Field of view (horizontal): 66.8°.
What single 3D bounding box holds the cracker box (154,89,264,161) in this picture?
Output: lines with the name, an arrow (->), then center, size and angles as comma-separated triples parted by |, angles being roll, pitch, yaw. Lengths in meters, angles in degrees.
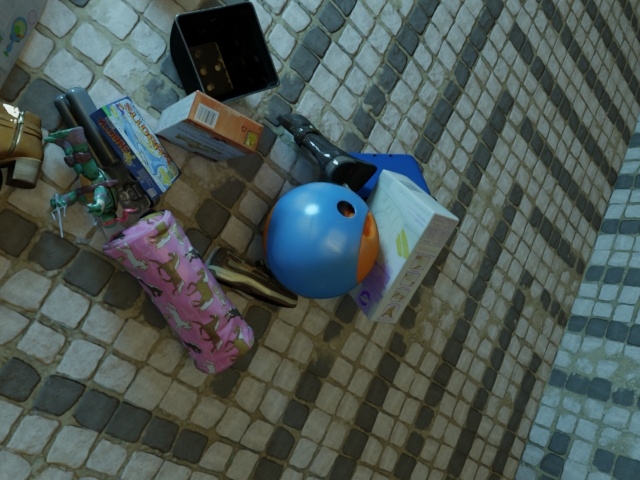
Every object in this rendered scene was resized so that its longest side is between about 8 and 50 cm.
cracker box -> -0.248, -0.238, 1.054 | 0.156, 0.232, 0.067 | 22, 81, -33

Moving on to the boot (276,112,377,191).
boot -> 0.021, -0.242, 1.275 | 0.091, 0.229, 0.263 | -49, 157, 16

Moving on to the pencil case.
pencil case -> -0.300, 0.121, 1.074 | 0.160, 0.167, 0.386 | -33, 112, -6

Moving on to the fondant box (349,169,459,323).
fondant box -> 0.180, 0.016, 1.278 | 0.096, 0.238, 0.330 | 10, 117, -34

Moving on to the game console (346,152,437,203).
game console -> 0.191, -0.117, 1.485 | 0.293, 0.173, 0.250 | -5, 126, -33

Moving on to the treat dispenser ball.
treat dispenser ball -> 0.000, 0.000, 1.201 | 0.288, 0.288, 0.288 | -2, 93, -34

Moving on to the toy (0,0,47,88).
toy -> -0.598, -0.407, 0.891 | 0.056, 0.137, 0.237 | 16, 79, -2

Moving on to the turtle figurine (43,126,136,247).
turtle figurine -> -0.465, -0.100, 0.963 | 0.118, 0.175, 0.234 | -34, 112, -52

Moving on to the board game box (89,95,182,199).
board game box -> -0.384, -0.199, 1.031 | 0.035, 0.136, 0.201 | -26, 113, 13

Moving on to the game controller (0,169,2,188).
game controller -> -0.704, -0.020, 0.867 | 0.166, 0.067, 0.319 | 25, 78, -47

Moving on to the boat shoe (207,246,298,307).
boat shoe -> -0.155, 0.092, 1.219 | 0.257, 0.095, 0.095 | 28, 70, -32

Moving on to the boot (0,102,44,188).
boot -> -0.606, -0.190, 0.881 | 0.197, 0.073, 0.152 | 25, 56, -58

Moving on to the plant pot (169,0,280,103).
plant pot -> -0.234, -0.401, 1.098 | 0.187, 0.167, 0.188 | -28, 107, -30

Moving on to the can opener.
can opener -> -0.444, -0.188, 1.036 | 0.283, 0.076, 0.095 | 65, 28, -18
